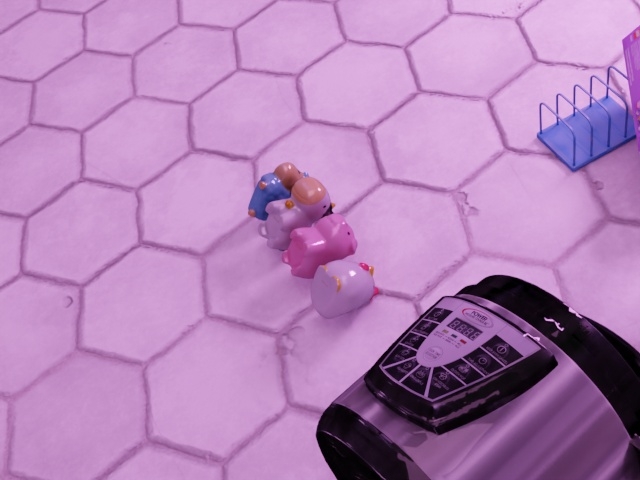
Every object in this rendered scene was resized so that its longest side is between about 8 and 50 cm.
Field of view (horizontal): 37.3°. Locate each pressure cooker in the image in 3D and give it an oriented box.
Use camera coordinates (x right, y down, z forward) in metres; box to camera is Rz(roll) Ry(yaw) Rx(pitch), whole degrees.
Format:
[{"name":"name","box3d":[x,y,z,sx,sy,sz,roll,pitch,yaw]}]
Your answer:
[{"name":"pressure cooker","box3d":[0.247,0.254,1.309,0.420,0.375,0.370,-38,84,-17]}]

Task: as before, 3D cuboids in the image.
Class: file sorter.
[{"name":"file sorter","box3d":[0.512,-0.236,1.793,0.170,0.104,0.118,-29,50,-8]}]

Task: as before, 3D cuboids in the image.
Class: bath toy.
[{"name":"bath toy","box3d":[0.000,0.000,1.733,0.129,0.151,0.348,6,35,-38]}]

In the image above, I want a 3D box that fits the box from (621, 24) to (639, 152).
[{"name":"box","box3d":[0.650,-0.238,1.715,0.200,0.057,0.293,25,49,-22]}]
